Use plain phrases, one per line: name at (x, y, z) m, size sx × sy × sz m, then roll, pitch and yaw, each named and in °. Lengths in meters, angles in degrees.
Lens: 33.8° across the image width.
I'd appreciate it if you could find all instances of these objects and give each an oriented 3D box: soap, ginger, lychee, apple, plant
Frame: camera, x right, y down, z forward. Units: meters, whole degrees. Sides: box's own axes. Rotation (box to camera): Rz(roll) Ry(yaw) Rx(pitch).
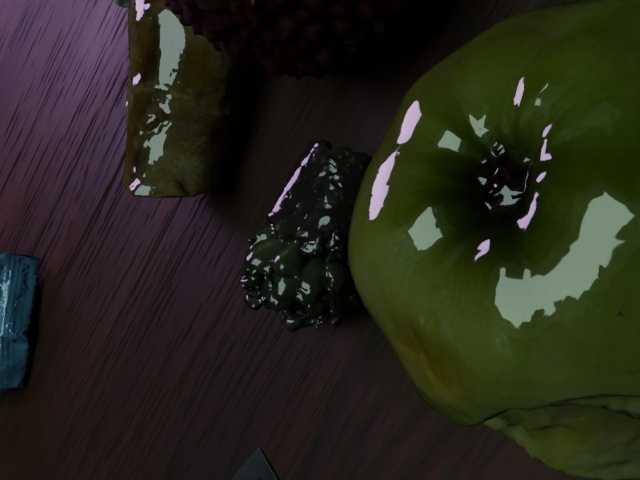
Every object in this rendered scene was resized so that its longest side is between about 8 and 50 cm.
soap at (-0.422, 0.095, 1.159) m, size 0.293 × 0.077 × 0.156 m, roll -9°, pitch 75°, yaw 42°
ginger at (-0.116, -0.161, 0.910) m, size 0.117 × 0.109 × 0.262 m, roll 5°, pitch 85°, yaw 16°
lychee at (-0.028, -0.243, 0.743) m, size 0.271 × 0.271 × 0.271 m, roll -10°, pitch 75°, yaw 41°
apple at (0.159, -0.001, 0.536) m, size 0.279 × 0.279 × 0.279 m, roll -10°, pitch 75°, yaw 41°
plant at (0.000, 0.000, 0.788) m, size 0.092 × 0.094 × 0.143 m, roll 21°, pitch 85°, yaw 29°

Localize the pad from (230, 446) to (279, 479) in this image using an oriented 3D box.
pad at (-0.037, 0.306, 0.813) m, size 0.170 × 0.006 × 0.245 m, roll -52°, pitch 51°, yaw 21°

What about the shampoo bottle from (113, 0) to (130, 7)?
shampoo bottle at (-0.192, -0.330, 1.059) m, size 0.069 × 0.041 × 0.190 m, roll -30°, pitch 62°, yaw 41°
